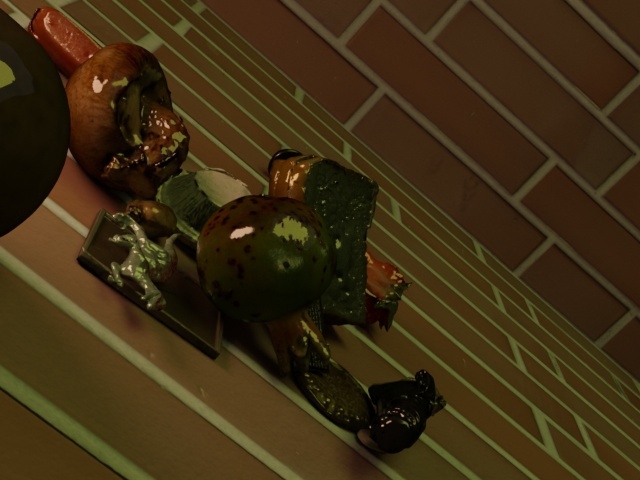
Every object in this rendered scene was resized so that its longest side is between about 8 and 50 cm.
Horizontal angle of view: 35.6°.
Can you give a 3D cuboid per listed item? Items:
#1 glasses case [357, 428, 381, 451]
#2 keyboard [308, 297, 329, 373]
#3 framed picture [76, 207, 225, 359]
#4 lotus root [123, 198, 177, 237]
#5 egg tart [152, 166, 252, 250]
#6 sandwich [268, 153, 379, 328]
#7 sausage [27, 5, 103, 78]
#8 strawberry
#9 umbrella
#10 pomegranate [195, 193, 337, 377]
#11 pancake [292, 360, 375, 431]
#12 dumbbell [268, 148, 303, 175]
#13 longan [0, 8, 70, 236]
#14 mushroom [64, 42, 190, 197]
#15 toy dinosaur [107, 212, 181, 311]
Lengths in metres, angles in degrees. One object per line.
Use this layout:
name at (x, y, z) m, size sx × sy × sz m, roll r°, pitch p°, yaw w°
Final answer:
glasses case at (0.091, 0.331, 1.645) m, size 0.083 × 0.021 × 0.032 m, roll 28°, pitch 19°, yaw -48°
keyboard at (-0.013, 0.127, 1.694) m, size 0.074 × 0.015 × 0.196 m, roll 17°, pitch 60°, yaw -47°
framed picture at (-0.248, 0.061, 1.521) m, size 0.260 × 0.023 × 0.189 m, roll 38°, pitch 16°, yaw -17°
lotus root at (-0.277, -0.035, 1.621) m, size 0.072 × 0.063 × 0.152 m, roll 20°, pitch 1°, yaw 22°
egg tart at (-0.187, -0.057, 1.792) m, size 0.234 × 0.094 × 0.234 m, roll 27°, pitch 28°, yaw -15°
sandwich at (0.000, 0.000, 1.844) m, size 0.099 × 0.301 × 0.271 m, roll 2°, pitch -8°, yaw 31°
sausage at (-0.437, -0.329, 1.955) m, size 0.330 × 0.102 × 0.102 m, roll 41°, pitch 15°, yaw -4°
strawberry at (0.065, 0.091, 2.104) m, size 0.228 × 0.098 × 0.174 m, roll 31°, pitch 32°, yaw 0°
umbrella at (0.136, 0.280, 1.652) m, size 0.106 × 0.113 × 0.358 m, roll 64°, pitch 10°, yaw 5°
pomegranate at (-0.084, 0.064, 1.572) m, size 0.231 × 0.231 × 0.285 m, roll 23°, pitch 56°, yaw -52°
pancake at (0.022, 0.250, 1.693) m, size 0.199 × 0.021 × 0.199 m, roll 39°, pitch 16°, yaw -13°
dumbbell at (-0.069, -0.158, 2.413) m, size 0.099 × 0.099 × 0.208 m, roll 32°, pitch 18°, yaw -34°
longan at (-0.435, -0.133, 1.108) m, size 0.319 × 0.319 × 0.319 m, roll 39°, pitch 16°, yaw -13°
mushroom at (-0.328, -0.192, 1.665) m, size 0.263 × 0.195 × 0.283 m, roll 80°, pitch -12°, yaw -45°
toy dinosaur at (-0.243, 0.031, 1.477) m, size 0.167 × 0.053 × 0.242 m, roll 46°, pitch 14°, yaw 12°
